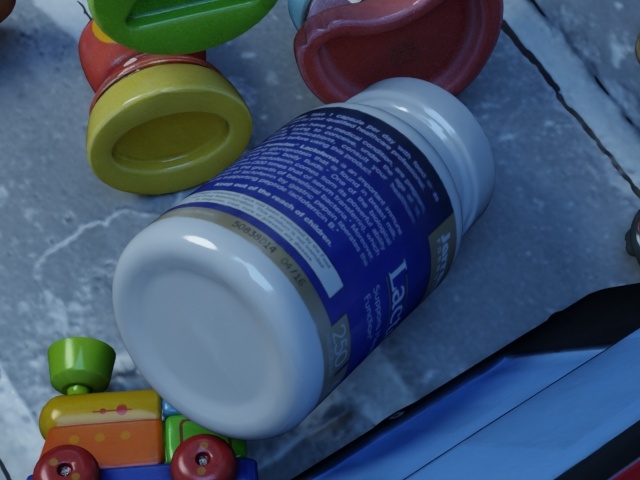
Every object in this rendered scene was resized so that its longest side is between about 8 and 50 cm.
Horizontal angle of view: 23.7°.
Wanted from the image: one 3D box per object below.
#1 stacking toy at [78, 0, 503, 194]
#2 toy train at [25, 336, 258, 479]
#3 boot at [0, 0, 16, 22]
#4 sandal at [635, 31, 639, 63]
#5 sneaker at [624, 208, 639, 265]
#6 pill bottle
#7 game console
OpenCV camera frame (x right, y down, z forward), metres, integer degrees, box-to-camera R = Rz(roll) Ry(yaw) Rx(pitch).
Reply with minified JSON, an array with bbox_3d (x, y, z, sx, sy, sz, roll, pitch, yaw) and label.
[{"bbox_3d":[-0.038,-0.186,1.061,0.309,0.279,0.130,-16,58,-6],"label":"stacking toy"},{"bbox_3d":[-0.168,0.128,1.018,0.248,0.105,0.143,-4,57,-3],"label":"toy train"},{"bbox_3d":[-0.338,-0.082,1.089,0.283,0.109,0.220,-13,67,-5],"label":"boot"},{"bbox_3d":[0.344,-0.106,1.134,0.240,0.079,0.088,36,71,13],"label":"sandal"},{"bbox_3d":[0.358,-0.005,1.063,0.276,0.135,0.098,6,69,2],"label":"sneaker"},{"bbox_3d":[0.000,0.000,1.001,0.153,0.153,0.264,36,45,13],"label":"pill bottle"},{"bbox_3d":[0.119,0.111,0.878,0.386,0.342,0.060,-28,99,-24],"label":"game console"}]
